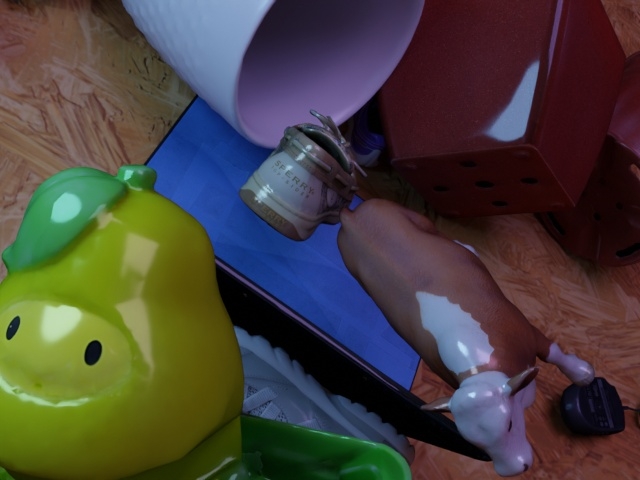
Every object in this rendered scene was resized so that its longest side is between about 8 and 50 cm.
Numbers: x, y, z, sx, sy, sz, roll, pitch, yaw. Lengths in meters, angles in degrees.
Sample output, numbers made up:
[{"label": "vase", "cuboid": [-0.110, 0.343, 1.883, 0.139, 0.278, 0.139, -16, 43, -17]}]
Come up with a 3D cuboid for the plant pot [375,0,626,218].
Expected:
[{"label": "plant pot", "cuboid": [0.210, -0.171, 1.231, 0.267, 0.267, 0.236, 39, 55, -53]}]

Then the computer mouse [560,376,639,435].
[{"label": "computer mouse", "cuboid": [0.377, 0.214, 1.261, 0.242, 0.041, 0.071, 10, 62, -39]}]

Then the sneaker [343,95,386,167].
[{"label": "sneaker", "cuboid": [0.070, -0.173, 1.293, 0.068, 0.071, 0.170, 15, 50, -27]}]

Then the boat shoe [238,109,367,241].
[{"label": "boat shoe", "cuboid": [-0.001, -0.074, 1.007, 0.104, 0.089, 0.285, 37, 16, -3]}]

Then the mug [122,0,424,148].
[{"label": "mug", "cuboid": [-0.055, -0.343, 1.127, 0.328, 0.374, 0.276, 44, -2, 26]}]

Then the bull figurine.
[{"label": "bull figurine", "cuboid": [0.125, 0.074, 0.869, 0.188, 0.101, 0.310, 27, 21, -45]}]

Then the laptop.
[{"label": "laptop", "cuboid": [0.000, 0.000, 1.005, 0.382, 0.408, 0.236, 35, 78, -9]}]

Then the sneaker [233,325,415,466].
[{"label": "sneaker", "cuboid": [-0.051, 0.170, 0.924, 0.281, 0.105, 0.115, 31, 67, 0]}]

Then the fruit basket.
[{"label": "fruit basket", "cuboid": [-0.140, 0.159, 0.613, 0.392, 0.392, 0.283, 37, 44, -8]}]

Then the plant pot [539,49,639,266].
[{"label": "plant pot", "cuboid": [0.454, -0.108, 1.410, 0.265, 0.272, 0.272, -34, 81, -37]}]
